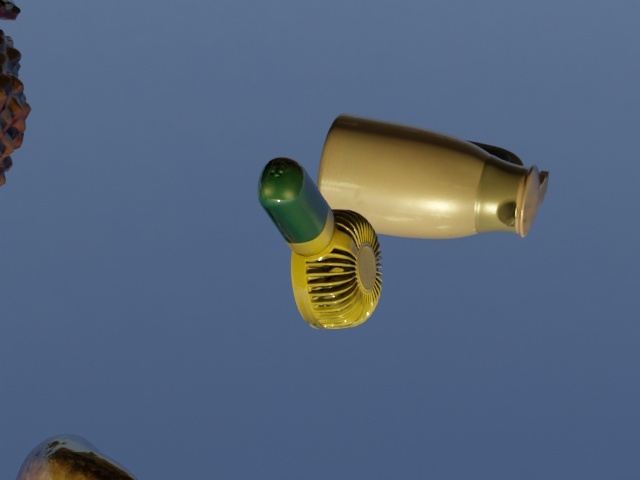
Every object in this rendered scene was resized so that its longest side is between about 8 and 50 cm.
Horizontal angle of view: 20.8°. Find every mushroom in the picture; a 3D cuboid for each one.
[{"bbox_3d":[-0.209,0.214,1.468,0.072,0.094,0.209,1,-170,-37],"label":"mushroom"}]

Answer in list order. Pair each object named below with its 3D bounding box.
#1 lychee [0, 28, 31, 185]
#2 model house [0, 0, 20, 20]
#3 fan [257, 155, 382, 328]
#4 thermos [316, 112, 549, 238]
[{"bbox_3d":[-0.290,-0.053,0.962,0.271,0.271,0.271,0,-141,0],"label":"lychee"},{"bbox_3d":[-0.336,-0.306,1.307,0.282,0.297,0.317,-13,171,38],"label":"model house"},{"bbox_3d":[0.000,0.000,1.152,0.039,0.155,0.082,-2,-123,25],"label":"fan"},{"bbox_3d":[0.108,-0.058,1.576,0.193,0.105,0.137,9,-152,16],"label":"thermos"}]
